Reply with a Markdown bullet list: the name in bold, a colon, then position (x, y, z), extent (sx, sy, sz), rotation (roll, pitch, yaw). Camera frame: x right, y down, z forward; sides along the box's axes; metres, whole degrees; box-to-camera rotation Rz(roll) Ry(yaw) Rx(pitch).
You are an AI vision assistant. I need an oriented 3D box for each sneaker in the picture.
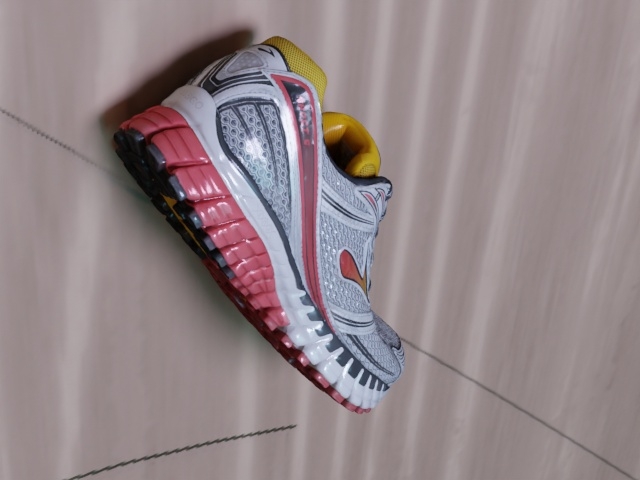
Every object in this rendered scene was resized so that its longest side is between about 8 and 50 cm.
- **sneaker**: position (0.000, 0.000, 0.713), extent (0.093, 0.088, 0.225), rotation (-42, 145, -8)
